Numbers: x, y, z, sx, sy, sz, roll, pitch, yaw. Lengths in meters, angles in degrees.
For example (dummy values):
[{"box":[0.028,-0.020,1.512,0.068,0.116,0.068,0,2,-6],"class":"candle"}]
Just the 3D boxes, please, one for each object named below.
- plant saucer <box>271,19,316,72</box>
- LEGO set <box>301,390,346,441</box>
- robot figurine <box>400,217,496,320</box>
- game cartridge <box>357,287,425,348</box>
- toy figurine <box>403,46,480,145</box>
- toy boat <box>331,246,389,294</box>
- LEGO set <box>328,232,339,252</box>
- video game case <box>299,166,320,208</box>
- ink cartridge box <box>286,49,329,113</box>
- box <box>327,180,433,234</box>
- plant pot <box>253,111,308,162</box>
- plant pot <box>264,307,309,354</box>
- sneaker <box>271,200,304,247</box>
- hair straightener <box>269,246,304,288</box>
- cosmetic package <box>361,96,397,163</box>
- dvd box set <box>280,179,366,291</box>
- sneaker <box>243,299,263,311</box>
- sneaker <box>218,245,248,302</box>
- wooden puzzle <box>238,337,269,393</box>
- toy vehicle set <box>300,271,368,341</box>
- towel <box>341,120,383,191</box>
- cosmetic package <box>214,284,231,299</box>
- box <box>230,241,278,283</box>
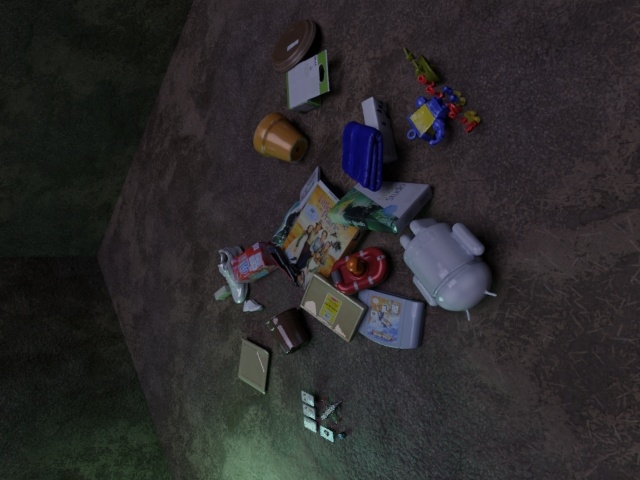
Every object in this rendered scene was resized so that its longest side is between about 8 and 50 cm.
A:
[{"box":[-0.130,-0.896,2.099,0.278,0.041,0.277,-24,52,35],"class":"plant saucer"},{"box":[0.020,0.764,1.997,0.244,0.060,0.182,7,106,46],"class":"LEGO set"},{"box":[0.410,0.084,1.492,0.353,0.200,0.299,55,140,31],"class":"robot figurine"},{"box":[0.255,0.298,1.749,0.297,0.062,0.197,10,92,45],"class":"game cartridge"},{"box":[0.348,-0.453,1.583,0.217,0.191,0.362,-49,56,39],"class":"toy figurine"},{"box":[0.144,0.104,1.755,0.231,0.151,0.150,-23,63,10],"class":"toy boat"},{"box":[0.060,0.010,1.832,0.054,0.023,0.083,-2,75,41],"class":"LEGO set"},{"box":[-0.047,-0.234,2.031,0.157,0.019,0.143,-53,20,31],"class":"video game case"},{"box":[-0.032,-0.692,2.024,0.255,0.097,0.188,-8,83,43],"class":"ink cartridge box"},{"box":[0.214,-0.132,1.688,0.322,0.232,0.058,11,137,45],"class":"box"},{"box":[-0.168,-0.452,2.101,0.188,0.205,0.205,35,114,22],"class":"plant pot"},{"box":[-0.140,0.416,2.078,0.167,0.167,0.165,-45,68,35],"class":"plant pot"},{"box":[-0.140,-0.067,2.138,0.275,0.107,0.109,-53,24,37],"class":"sneaker"},{"box":[-0.138,0.112,1.999,0.089,0.047,0.230,-53,56,30],"class":"hair straightener"},{"box":[0.227,-0.419,1.757,0.061,0.099,0.238,-18,77,44],"class":"cosmetic package"},{"box":[0.000,0.000,1.944,0.307,0.062,0.420,50,122,33],"class":"dvd box set"},{"box":[-0.349,0.333,2.352,0.152,0.054,0.061,-8,81,45],"class":"sneaker"},{"box":[-0.471,0.181,2.408,0.114,0.152,0.304,-19,78,41],"class":"sneaker"},{"box":[-0.337,0.636,2.348,0.221,0.044,0.238,13,103,44],"class":"wooden puzzle"},{"box":[0.049,0.266,1.853,0.267,0.035,0.165,34,114,26],"class":"toy vehicle set"},{"box":[0.148,-0.321,1.731,0.308,0.076,0.227,-128,33,-66],"class":"towel"},{"box":[-0.529,0.286,2.529,0.115,0.060,0.041,-38,65,40],"class":"cosmetic package"},{"box":[-0.319,0.112,2.276,0.257,0.123,0.128,-32,67,40],"class":"box"}]
